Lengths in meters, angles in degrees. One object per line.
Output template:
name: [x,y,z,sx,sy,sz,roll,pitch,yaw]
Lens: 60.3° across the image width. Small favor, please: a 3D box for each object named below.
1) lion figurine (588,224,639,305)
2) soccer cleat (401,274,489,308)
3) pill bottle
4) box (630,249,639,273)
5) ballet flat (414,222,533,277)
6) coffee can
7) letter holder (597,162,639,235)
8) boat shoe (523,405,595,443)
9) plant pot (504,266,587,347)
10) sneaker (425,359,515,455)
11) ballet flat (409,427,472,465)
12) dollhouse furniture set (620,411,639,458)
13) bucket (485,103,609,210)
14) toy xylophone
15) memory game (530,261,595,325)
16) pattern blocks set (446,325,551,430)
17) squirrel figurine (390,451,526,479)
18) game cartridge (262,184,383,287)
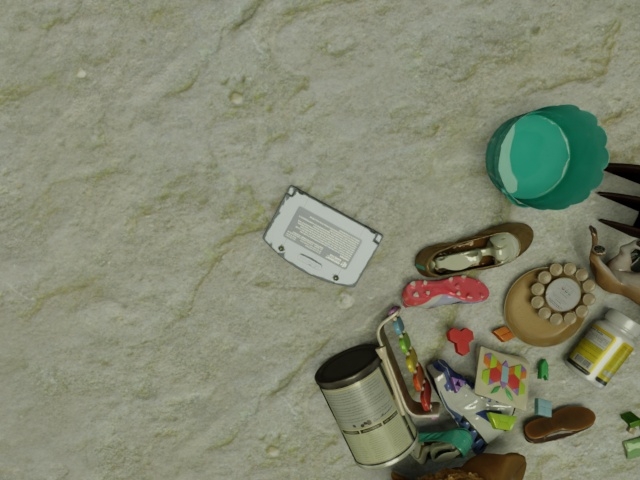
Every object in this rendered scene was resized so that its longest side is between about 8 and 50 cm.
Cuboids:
lion figurine: [0.859,0.133,1.463,0.142,0.240,0.392,-37,58,-12]
soccer cleat: [0.350,0.153,1.559,0.248,0.095,0.083,-1,58,-11]
pill bottle: [0.799,0.301,1.550,0.119,0.119,0.208,33,98,-5]
box: [0.895,0.066,1.543,0.062,0.052,0.083,45,98,-5]
ballet flat: [0.430,0.035,1.507,0.342,0.124,0.116,-12,99,2]
coffee can: [0.130,0.460,1.539,0.201,0.201,0.275,-24,98,4]
letter holder: [0.812,-0.092,1.392,0.214,0.302,0.152,22,99,-3]
boat shoe: [0.699,0.545,1.621,0.207,0.073,0.073,-15,136,6]
plant pot: [0.639,0.188,1.577,0.236,0.032,0.236,0,100,0]
sneaker: [0.445,0.450,1.585,0.182,0.127,0.315,-32,104,2]
ballet flat: [0.312,0.589,1.559,0.247,0.087,0.083,-28,103,39]
dollhouse furniture set: [0.936,0.585,1.624,0.076,0.058,0.151,-18,99,4]
bucket: [0.574,-0.214,1.436,0.281,0.183,0.281,0,100,1]
toy xylophone: [0.233,0.346,1.505,0.081,0.236,0.322,-22,94,13]
memory game: [0.681,0.151,1.548,0.186,0.012,0.186,0,99,0]
pattern blocks set: [0.505,0.378,1.534,0.325,0.026,0.285,7,68,-18]
squirrel figurine: [0.325,0.717,1.505,0.370,0.397,0.281,-16,61,39]
game cartridge: [0.000,0.000,1.542,0.297,0.062,0.198,29,103,-4]
